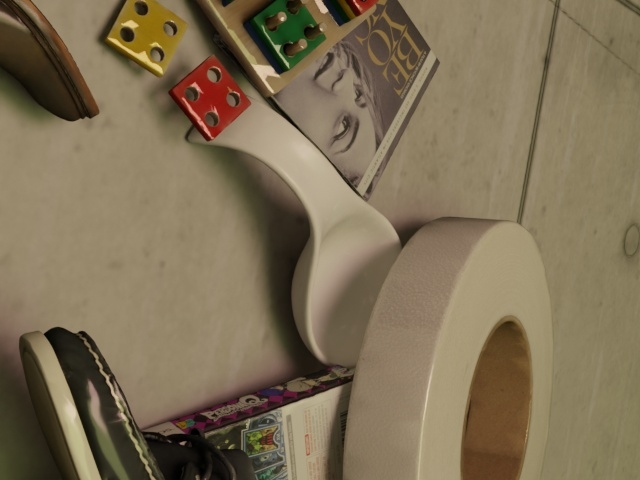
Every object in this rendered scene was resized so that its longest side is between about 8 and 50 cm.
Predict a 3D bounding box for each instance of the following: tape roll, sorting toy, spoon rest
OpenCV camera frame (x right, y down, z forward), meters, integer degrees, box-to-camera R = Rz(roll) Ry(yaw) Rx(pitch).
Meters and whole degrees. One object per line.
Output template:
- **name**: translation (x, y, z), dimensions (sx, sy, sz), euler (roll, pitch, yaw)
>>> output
- **tape roll**: translation (0.138, 0.170, 0.888), dimensions (0.392, 0.072, 0.391), euler (-16, 108, -60)
- **sorting toy**: translation (-0.031, -0.194, 0.690), dimensions (0.274, 0.046, 0.132), euler (-44, 108, -29)
- **spoon rest**: translation (0.000, 0.000, 0.766), dimensions (0.137, 0.084, 0.276), euler (-54, 131, -24)

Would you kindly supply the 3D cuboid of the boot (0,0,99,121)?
- **boot**: translation (-0.224, -0.125, 0.529), dimensions (0.106, 0.082, 0.219), euler (-42, 133, -7)

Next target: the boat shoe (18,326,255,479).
- **boat shoe**: translation (-0.092, 0.185, 0.618), dimensions (0.113, 0.127, 0.339), euler (-26, 114, -20)

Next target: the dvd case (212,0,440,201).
- **dvd case**: translation (0.017, -0.161, 0.799), dimensions (0.221, 0.018, 0.164), euler (46, 65, -42)

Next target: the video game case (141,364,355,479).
- **video game case**: translation (-0.053, 0.239, 0.758), dimensions (0.210, 0.042, 0.232), euler (-15, 109, -31)
